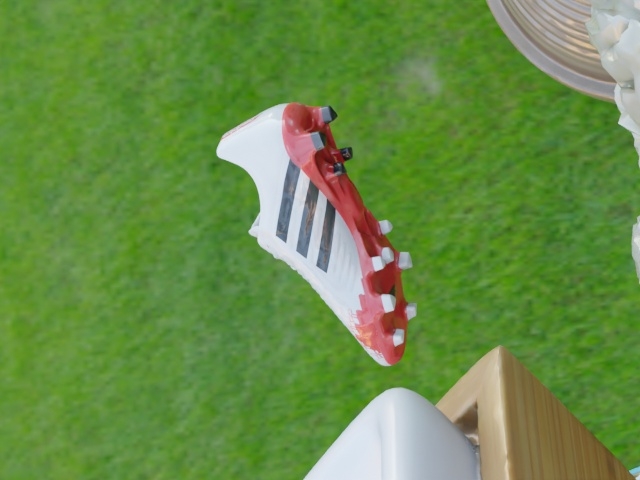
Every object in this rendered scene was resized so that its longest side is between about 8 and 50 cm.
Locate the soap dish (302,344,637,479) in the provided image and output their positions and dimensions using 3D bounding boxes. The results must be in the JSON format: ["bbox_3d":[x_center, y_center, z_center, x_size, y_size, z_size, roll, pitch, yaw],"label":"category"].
[{"bbox_3d":[0.030,0.215,0.506,0.229,0.118,0.291,-54,24,40],"label":"soap dish"}]

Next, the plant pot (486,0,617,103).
[{"bbox_3d":[0.198,-0.204,0.945,0.237,0.109,0.237,-1,88,22],"label":"plant pot"}]

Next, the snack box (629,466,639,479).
[{"bbox_3d":[0.255,0.167,0.798,0.322,0.187,0.060,-122,12,-82],"label":"snack box"}]

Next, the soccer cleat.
[{"bbox_3d":[0.000,0.000,0.430,0.035,0.029,0.083,-14,117,25],"label":"soccer cleat"}]

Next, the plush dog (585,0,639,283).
[{"bbox_3d":[0.198,0.002,0.438,0.262,0.225,0.211,40,141,18],"label":"plush dog"}]
